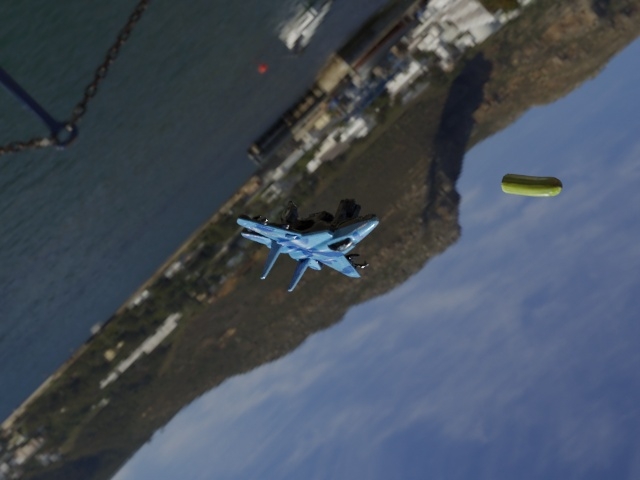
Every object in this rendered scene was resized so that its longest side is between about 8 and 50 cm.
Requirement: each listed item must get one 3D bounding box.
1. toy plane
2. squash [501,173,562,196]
[{"bbox_3d":[0.002,-0.007,0.978,0.246,0.169,0.078,-31,-142,57],"label":"toy plane"},{"bbox_3d":[0.270,-0.069,1.096,0.027,0.027,0.083,-47,-147,-23],"label":"squash"}]
